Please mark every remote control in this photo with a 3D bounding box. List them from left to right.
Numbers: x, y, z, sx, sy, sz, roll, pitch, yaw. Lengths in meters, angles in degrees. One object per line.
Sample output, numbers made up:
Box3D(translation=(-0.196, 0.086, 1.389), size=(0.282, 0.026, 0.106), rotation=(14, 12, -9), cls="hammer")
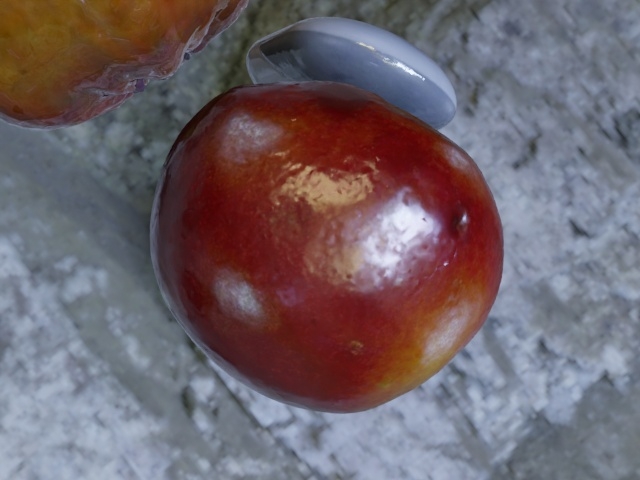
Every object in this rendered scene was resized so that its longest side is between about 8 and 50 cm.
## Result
Box3D(translation=(0.032, -0.188, 1.387), size=(0.221, 0.104, 0.332), rotation=(24, -9, -20), cls="remote control")

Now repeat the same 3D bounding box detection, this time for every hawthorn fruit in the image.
Box3D(translation=(-0.314, -0.375, 1.424), size=(0.472, 0.471, 0.472), rotation=(52, 3, -4), cls="hawthorn fruit")

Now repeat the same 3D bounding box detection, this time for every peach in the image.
Box3D(translation=(0.000, 0.000, 0.780), size=(0.243, 0.243, 0.200), rotation=(50, 37, -26), cls="peach")
